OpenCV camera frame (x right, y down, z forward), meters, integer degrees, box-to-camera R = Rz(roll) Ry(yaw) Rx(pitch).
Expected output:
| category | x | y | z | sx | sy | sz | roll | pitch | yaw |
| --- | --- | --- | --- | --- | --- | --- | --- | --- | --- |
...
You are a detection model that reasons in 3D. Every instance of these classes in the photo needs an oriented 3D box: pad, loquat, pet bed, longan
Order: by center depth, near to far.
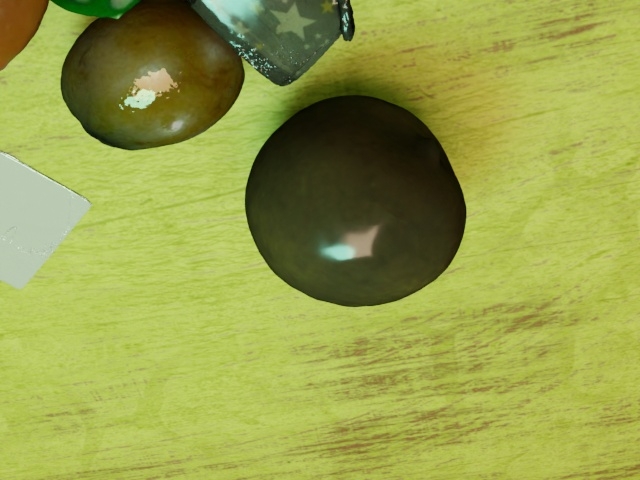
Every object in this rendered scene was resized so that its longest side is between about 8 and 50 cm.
| category | x | y | z | sx | sy | sz | roll | pitch | yaw |
| --- | --- | --- | --- | --- | --- | --- | --- | --- | --- |
| pet bed | -0.045 | -0.308 | 1.037 | 0.159 | 0.211 | 0.183 | -37 | 121 | 22 |
| loquat | -0.208 | -0.204 | 1.146 | 0.227 | 0.179 | 0.179 | -17 | 129 | 2 |
| longan | 0.046 | -0.046 | 1.206 | 0.297 | 0.297 | 0.297 | -1 | 130 | -1 |
| pad | -0.467 | -0.023 | 1.400 | 0.156 | 0.004 | 0.232 | 32 | 123 | -25 |

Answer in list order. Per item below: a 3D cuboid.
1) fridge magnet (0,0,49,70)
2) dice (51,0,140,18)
| category | x | y | z | sx | sy | sz | roll | pitch | yaw |
| --- | --- | --- | --- | --- | --- | --- | --- | --- | --- |
| fridge magnet | -0.453 | -0.309 | 0.939 | 0.364 | 0.155 | 0.363 | -3 | 133 | -4 |
| dice | -0.253 | -0.335 | 1.039 | 0.120 | 0.128 | 0.131 | -4 | 141 | -48 |
